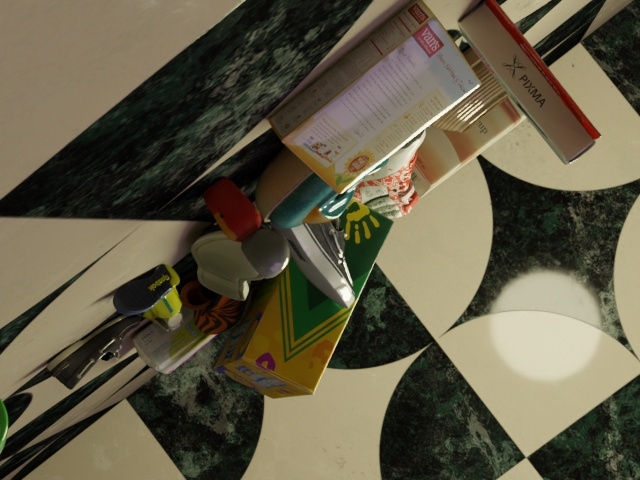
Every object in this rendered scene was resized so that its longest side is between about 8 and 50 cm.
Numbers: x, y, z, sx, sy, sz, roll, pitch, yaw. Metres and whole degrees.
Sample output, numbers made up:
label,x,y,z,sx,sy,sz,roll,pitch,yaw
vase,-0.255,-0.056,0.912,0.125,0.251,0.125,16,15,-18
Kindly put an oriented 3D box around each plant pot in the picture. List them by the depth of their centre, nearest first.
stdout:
label,x,y,z,sx,sy,sz,roll,pitch,yaw
plant pot,0.280,-0.282,2.149,0.237,0.110,0.237,-39,177,-3

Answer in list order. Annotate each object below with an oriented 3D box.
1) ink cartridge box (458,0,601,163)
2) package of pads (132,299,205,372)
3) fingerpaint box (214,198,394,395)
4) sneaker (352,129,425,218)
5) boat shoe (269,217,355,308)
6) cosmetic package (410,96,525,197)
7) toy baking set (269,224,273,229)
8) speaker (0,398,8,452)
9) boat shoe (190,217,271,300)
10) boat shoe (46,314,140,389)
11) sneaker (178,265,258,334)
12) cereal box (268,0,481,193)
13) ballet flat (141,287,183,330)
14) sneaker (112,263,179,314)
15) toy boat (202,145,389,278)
label,x,y,z,sx,sy,sz,roll,pitch,yaw
ink cartridge box,0.310,-0.237,1.698,0.060,0.275,0.239,-38,176,10
package of pads,-0.305,0.198,2.550,0.229,0.101,0.296,-38,176,-9
fingerpaint box,-0.043,0.124,2.308,0.371,0.163,0.445,-64,-173,-14
sneaker,0.163,-0.139,2.313,0.270,0.145,0.090,-35,-159,46
boat shoe,0.000,0.000,1.993,0.102,0.301,0.108,-46,-141,-15
cosmetic package,0.294,-0.244,2.418,0.296,0.153,0.129,-38,177,-11
toy baking set,-0.083,-0.061,2.065,0.256,0.030,0.196,-45,168,31
speaker,-0.508,0.285,1.505,0.131,0.131,0.296,-34,175,-40
boat shoe,-0.130,0.006,1.840,0.340,0.127,0.113,103,10,-72
boat shoe,-0.387,0.193,1.993,0.206,0.065,0.075,-34,175,-44
sneaker,-0.218,0.103,2.227,0.180,0.125,0.321,-29,160,-42
cereal box,0.072,-0.176,1.428,0.240,0.047,0.173,-38,146,8
ballet flat,-0.283,0.127,2.064,0.077,0.077,0.231,-37,176,-12
sneaker,-0.283,0.088,1.800,0.059,0.053,0.144,-38,176,34
toy boat,-0.026,-0.065,1.619,0.318,0.148,0.267,-34,175,-44
